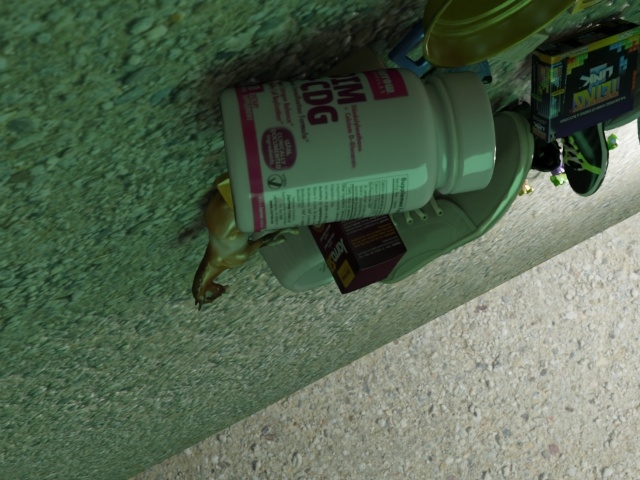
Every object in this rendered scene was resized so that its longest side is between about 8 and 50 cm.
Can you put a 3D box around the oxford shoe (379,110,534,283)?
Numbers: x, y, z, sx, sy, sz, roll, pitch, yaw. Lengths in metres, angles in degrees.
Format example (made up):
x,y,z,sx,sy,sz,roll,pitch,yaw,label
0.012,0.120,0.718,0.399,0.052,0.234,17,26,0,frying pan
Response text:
x,y,z,sx,sy,sz,roll,pitch,yaw,label
0.187,-0.061,1.517,0.130,0.169,0.449,13,143,-32,oxford shoe

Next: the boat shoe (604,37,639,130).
x,y,z,sx,sy,sz,roll,pitch,yaw,label
0.561,-0.292,1.428,0.119,0.121,0.335,-4,150,-45,boat shoe

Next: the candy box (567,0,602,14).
x,y,z,sx,sy,sz,roll,pitch,yaw,label
0.352,-0.352,1.036,0.109,0.053,0.187,-25,165,-9,candy box

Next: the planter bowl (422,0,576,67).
x,y,z,sx,sy,sz,roll,pitch,yaw,label
0.181,-0.280,0.913,0.217,0.090,0.217,-25,163,-8,planter bowl

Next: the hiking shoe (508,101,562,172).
x,y,z,sx,sy,sz,roll,pitch,yaw,label
0.371,-0.161,1.546,0.086,0.114,0.227,-32,163,20,hiking shoe

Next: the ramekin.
x,y,z,sx,sy,sz,roll,pitch,yaw,label
0.000,0.000,1.466,0.207,0.109,0.207,-25,163,-8,ramekin

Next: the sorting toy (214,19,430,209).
x,y,z,sx,sy,sz,roll,pitch,yaw,label
0.031,-0.128,1.111,0.347,0.047,0.196,-35,147,9,sorting toy

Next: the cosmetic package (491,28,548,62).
x,y,z,sx,sy,sz,roll,pitch,yaw,label
0.238,-0.265,1.140,0.060,0.041,0.115,-39,161,34,cosmetic package

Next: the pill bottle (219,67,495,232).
x,y,z,sx,sy,sz,roll,pitch,yaw,label
0.037,-0.105,0.981,0.282,0.161,0.160,-8,161,-7,pill bottle

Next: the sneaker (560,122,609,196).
x,y,z,sx,sy,sz,roll,pitch,yaw,label
0.410,-0.181,1.448,0.097,0.235,0.084,-17,-158,-28,sneaker

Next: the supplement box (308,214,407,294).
x,y,z,sx,sy,sz,roll,pitch,yaw,label
0.037,-0.032,1.278,0.080,0.188,0.104,-20,163,-22,supplement box

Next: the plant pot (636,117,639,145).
x,y,z,sx,sy,sz,roll,pitch,yaw,label
0.793,-0.220,1.818,0.292,0.235,0.293,-25,163,-8,plant pot

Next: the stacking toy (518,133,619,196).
x,y,z,sx,sy,sz,roll,pitch,yaw,label
0.522,-0.170,1.893,0.221,0.052,0.167,-14,161,-44,stacking toy

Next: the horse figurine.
x,y,z,sx,sy,sz,roll,pitch,yaw,label
-0.107,-0.021,1.264,0.174,0.066,0.263,-22,151,-24,horse figurine

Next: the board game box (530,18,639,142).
x,y,z,sx,sy,sz,roll,pitch,yaw,label
0.396,-0.240,1.330,0.170,0.048,0.141,-22,125,-19,board game box

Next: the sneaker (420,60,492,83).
x,y,z,sx,sy,sz,roll,pitch,yaw,label
0.169,-0.193,1.196,0.063,0.073,0.162,-14,160,-38,sneaker
